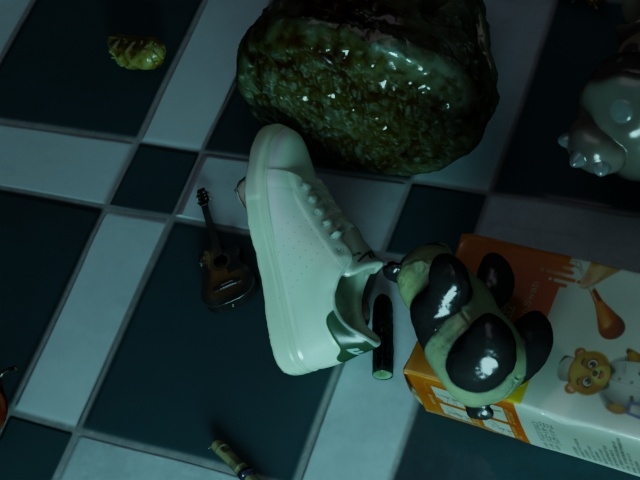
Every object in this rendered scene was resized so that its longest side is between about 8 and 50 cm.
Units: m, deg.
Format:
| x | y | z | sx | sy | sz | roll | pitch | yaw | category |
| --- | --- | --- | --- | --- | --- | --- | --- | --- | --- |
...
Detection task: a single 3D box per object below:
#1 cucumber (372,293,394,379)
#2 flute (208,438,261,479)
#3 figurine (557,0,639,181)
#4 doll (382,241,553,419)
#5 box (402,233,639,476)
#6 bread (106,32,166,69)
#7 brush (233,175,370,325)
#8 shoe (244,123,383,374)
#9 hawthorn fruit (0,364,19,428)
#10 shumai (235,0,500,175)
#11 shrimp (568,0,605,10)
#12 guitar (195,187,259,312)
| x | y | z | sx | sy | sz | roll | pitch | yaw | category |
| --- | --- | --- | --- | --- | --- | --- | --- | --- | --- |
| 0.088 | 0.131 | 1.816 | 0.032 | 0.032 | 0.133 | -8 | 56 | 17 | cucumber |
| -0.075 | 0.344 | 1.753 | 0.027 | 0.027 | 0.233 | -45 | 55 | -9 | flute |
| 0.468 | -0.224 | 1.771 | 0.248 | 0.203 | 0.380 | 3 | 49 | 17 | figurine |
| 0.174 | 0.093 | 1.567 | 0.135 | 0.143 | 0.234 | -44 | 59 | 28 | doll |
| 0.303 | 0.143 | 1.659 | 0.341 | 0.143 | 0.225 | 14 | 66 | 29 | box |
| -0.319 | -0.326 | 2.237 | 0.110 | 0.060 | 0.066 | 10 | 35 | 25 | bread |
| -0.016 | 0.015 | 1.919 | 0.072 | 0.067 | 0.313 | -43 | 65 | 9 | brush |
| 0.000 | 0.000 | 1.811 | 0.160 | 0.132 | 0.363 | -11 | 80 | 23 | shoe |
| -0.534 | 0.237 | 1.920 | 0.194 | 0.157 | 0.157 | -29 | 54 | -2 | hawthorn fruit |
| 0.101 | -0.309 | 1.883 | 0.395 | 0.395 | 0.348 | 12 | 67 | 27 | shumai |
| 0.415 | -0.467 | 2.036 | 0.154 | 0.062 | 0.294 | -10 | 56 | 9 | shrimp |
| -0.160 | 0.008 | 1.991 | 0.088 | 0.025 | 0.233 | -24 | 54 | 6 | guitar |
